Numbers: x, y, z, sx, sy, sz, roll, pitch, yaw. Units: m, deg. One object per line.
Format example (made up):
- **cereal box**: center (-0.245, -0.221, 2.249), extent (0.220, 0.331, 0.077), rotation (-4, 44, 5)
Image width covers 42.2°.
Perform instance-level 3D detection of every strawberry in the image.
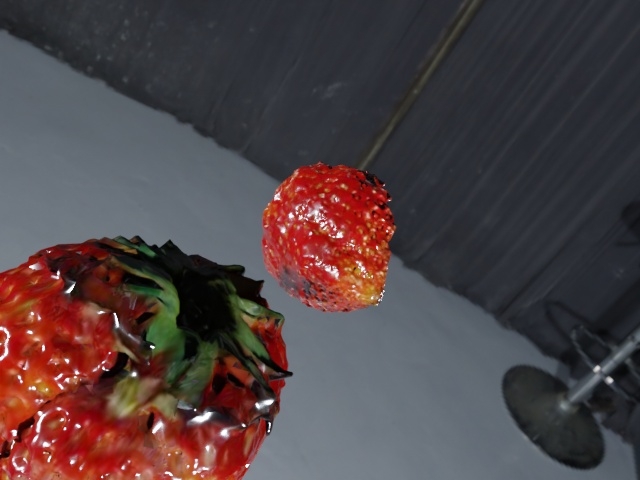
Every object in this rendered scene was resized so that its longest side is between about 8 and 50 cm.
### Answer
- **strawberry**: center (0.000, 0.000, 0.770), extent (0.082, 0.147, 0.187), rotation (15, 24, -35)
- **strawberry**: center (-0.177, 0.134, 0.672), extent (0.250, 0.288, 0.238), rotation (41, 19, 6)
